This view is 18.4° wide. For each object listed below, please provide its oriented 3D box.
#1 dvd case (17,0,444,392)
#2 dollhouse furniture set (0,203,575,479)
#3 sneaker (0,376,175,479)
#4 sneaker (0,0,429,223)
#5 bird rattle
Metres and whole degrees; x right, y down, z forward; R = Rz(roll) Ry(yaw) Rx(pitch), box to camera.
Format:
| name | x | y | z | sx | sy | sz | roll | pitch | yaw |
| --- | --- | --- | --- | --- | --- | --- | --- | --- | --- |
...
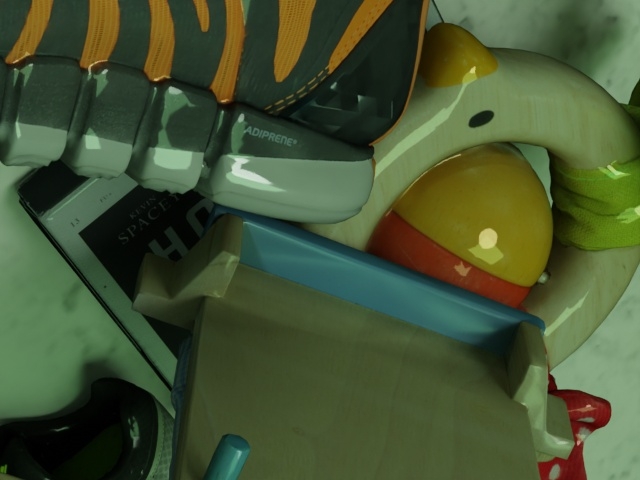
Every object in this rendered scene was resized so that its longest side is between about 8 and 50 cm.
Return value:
| name | x | y | z | sx | sy | sz | roll | pitch | yaw |
| --- | --- | --- | --- | --- | --- | --- | --- | --- | --- |
| dvd case | 0.000 | 0.000 | 0.840 | 0.179 | 0.029 | 0.238 | -39 | 138 | -6 |
| dollhouse furniture set | -0.061 | 0.129 | 0.653 | 0.303 | 0.286 | 0.198 | 19 | 113 | -10 |
| sneaker | -0.125 | 0.116 | 0.813 | 0.170 | 0.063 | 0.075 | -37 | 135 | -14 |
| sneaker | -0.091 | -0.119 | 0.630 | 0.321 | 0.124 | 0.180 | 8 | 106 | -41 |
| bird rattle | 0.069 | 0.008 | 0.824 | 0.207 | 0.143 | 0.253 | 26 | 117 | -34 |
